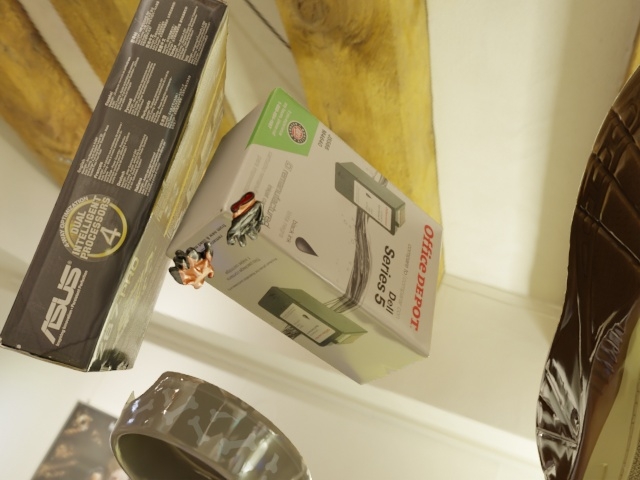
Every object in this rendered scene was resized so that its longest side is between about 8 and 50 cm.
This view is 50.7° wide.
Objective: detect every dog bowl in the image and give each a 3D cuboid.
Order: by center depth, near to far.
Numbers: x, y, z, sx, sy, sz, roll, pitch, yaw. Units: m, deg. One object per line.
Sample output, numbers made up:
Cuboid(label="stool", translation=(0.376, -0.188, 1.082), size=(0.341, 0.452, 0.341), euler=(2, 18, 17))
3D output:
Cuboid(label="dog bowl", translation=(-0.191, 0.368, 1.109), size=(0.349, 0.102, 0.348), euler=(19, -44, 19))

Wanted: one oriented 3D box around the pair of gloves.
Cuboid(label="pair of gloves", translation=(-0.073, 0.001, 0.488), size=(0.010, 0.083, 0.074), euler=(45, -10, 14))

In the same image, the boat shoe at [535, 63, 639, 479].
Cuboid(label="boat shoe", translation=(0.215, 0.034, 0.403), size=(0.110, 0.121, 0.341), euler=(2, -54, 2))

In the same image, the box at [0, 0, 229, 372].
Cuboid(label="box", translation=(-0.210, -0.046, 0.789), size=(0.097, 0.394, 0.318), euler=(19, -11, -7))

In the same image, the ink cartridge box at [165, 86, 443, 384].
Cuboid(label="ink cartridge box", translation=(0.000, 0.000, 0.741), size=(0.273, 0.198, 0.115), euler=(37, -46, -22))
